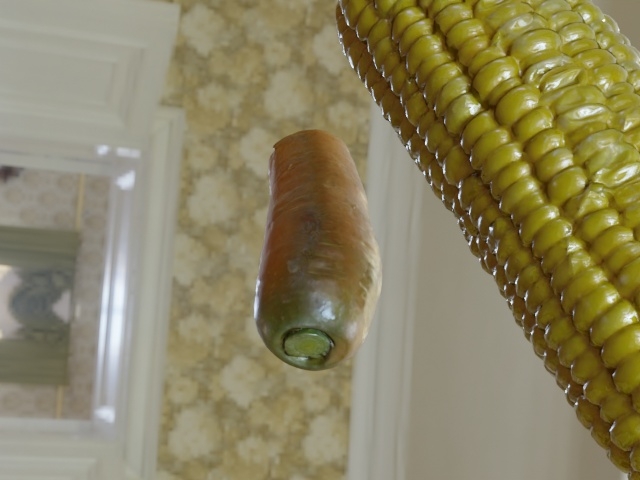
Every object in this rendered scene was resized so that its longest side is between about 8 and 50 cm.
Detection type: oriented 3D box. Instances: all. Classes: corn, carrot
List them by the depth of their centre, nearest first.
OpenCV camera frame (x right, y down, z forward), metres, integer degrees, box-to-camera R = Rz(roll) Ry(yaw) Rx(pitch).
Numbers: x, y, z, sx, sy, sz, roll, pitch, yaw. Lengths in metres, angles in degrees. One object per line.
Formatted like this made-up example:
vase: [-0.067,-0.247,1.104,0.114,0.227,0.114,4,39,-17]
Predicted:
corn: [0.073,-0.022,0.356,0.238,0.080,0.080,59,-38,34]
carrot: [0.000,0.000,0.809,0.193,0.087,0.087,-86,-165,-46]
